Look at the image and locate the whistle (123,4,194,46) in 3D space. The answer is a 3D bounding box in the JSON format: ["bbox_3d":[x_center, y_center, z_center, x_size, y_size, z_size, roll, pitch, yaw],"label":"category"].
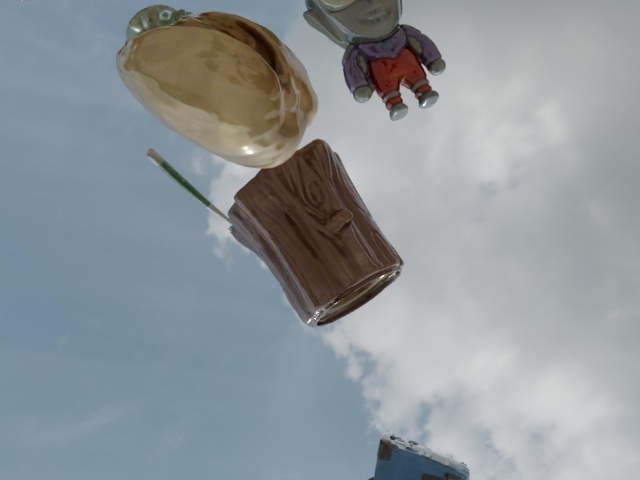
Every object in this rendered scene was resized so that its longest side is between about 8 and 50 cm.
[{"bbox_3d":[-0.267,-0.303,1.190,0.101,0.253,0.106,14,-113,-14],"label":"whistle"}]

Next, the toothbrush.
[{"bbox_3d":[-0.206,-0.074,1.260,0.024,0.257,0.018,-8,-127,35],"label":"toothbrush"}]

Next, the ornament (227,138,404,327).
[{"bbox_3d":[0.000,0.000,1.115,0.221,0.235,0.218,-12,-116,-55],"label":"ornament"}]

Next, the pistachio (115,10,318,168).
[{"bbox_3d":[-0.113,-0.169,0.807,0.229,0.157,0.157,26,-115,20],"label":"pistachio"}]

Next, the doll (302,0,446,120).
[{"bbox_3d":[0.038,-0.215,0.698,0.102,0.075,0.228,-21,-106,-13],"label":"doll"}]

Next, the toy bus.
[{"bbox_3d":[0.099,0.351,0.846,0.133,0.116,0.234,11,-98,12],"label":"toy bus"}]
